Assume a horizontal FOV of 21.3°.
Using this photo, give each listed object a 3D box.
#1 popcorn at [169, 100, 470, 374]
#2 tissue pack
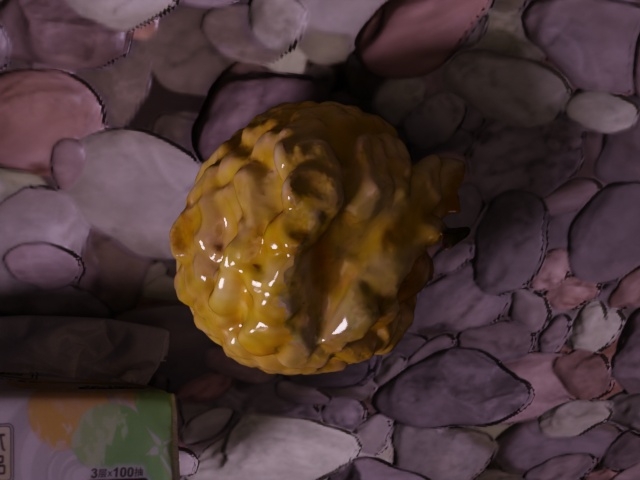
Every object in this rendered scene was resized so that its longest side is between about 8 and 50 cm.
[{"bbox_3d":[0.000,0.000,1.019,0.170,0.180,0.180,22,135,22],"label":"popcorn"},{"bbox_3d":[-0.208,0.120,1.087,0.229,0.145,0.159,-1,174,-10],"label":"tissue pack"}]
